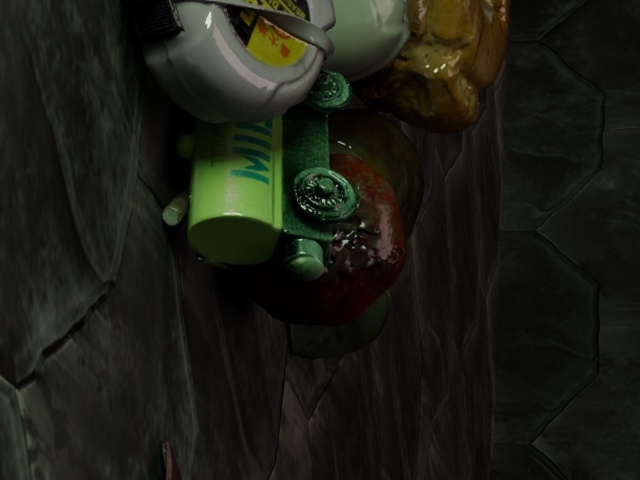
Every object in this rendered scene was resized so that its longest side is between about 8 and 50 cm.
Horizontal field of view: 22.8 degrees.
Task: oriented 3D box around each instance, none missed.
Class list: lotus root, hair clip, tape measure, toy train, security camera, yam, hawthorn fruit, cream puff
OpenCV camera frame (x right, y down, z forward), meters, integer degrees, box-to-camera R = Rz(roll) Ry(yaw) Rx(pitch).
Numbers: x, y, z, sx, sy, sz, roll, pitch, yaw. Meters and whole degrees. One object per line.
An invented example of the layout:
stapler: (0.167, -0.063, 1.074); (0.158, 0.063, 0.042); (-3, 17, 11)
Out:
lotus root: (0.045, -0.032, 1.849); (0.260, 0.149, 0.267); (-57, 145, -65)
hair clip: (-0.135, 0.233, 1.346); (0.137, 0.022, 0.054); (-76, 162, -47)
tape measure: (-0.078, -0.201, 1.368); (0.236, 0.120, 0.197); (44, 50, -34)
toy train: (-0.054, -0.073, 1.439); (0.105, 0.157, 0.253); (114, -19, -48)
security camera: (-0.003, -0.292, 1.604); (0.197, 0.191, 0.277); (-71, 158, -67)
yam: (-0.119, -0.039, 1.447); (0.116, 0.021, 0.021); (-53, 139, -66)
hawthorn fruit: (0.000, 0.000, 1.615); (0.235, 0.181, 0.181); (170, -82, -86)
cream puff: (0.098, -0.301, 1.903); (0.327, 0.231, 0.343); (-26, 117, -73)
